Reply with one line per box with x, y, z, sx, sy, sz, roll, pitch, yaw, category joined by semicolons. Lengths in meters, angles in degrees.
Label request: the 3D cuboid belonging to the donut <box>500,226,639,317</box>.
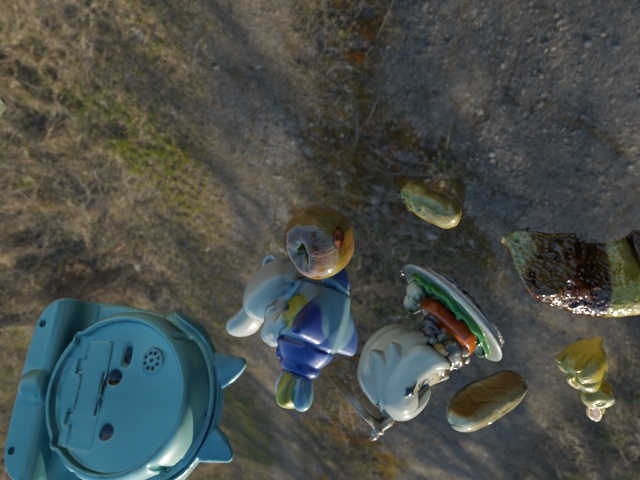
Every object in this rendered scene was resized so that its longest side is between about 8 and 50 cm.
0.423;0.059;0.940;0.295;0.112;0.151;1;150;7;donut

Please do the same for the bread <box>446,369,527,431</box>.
0.270;0.266;1.002;0.073;0.214;0.053;31;119;37;bread

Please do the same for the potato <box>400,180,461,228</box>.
0.272;-0.089;1.509;0.170;0.080;0.107;28;-178;23;potato

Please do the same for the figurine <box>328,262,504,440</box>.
0.080;0.113;0.592;0.132;0.154;0.132;46;171;10;figurine

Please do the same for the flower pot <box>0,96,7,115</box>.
-0.385;-0.136;0.434;0.189;0.239;0.209;49;128;10;flower pot

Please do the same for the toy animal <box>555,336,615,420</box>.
0.470;0.247;1.044;0.159;0.083;0.070;62;168;-20;toy animal

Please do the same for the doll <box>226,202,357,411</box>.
-0.042;0.158;1.328;0.365;0.187;0.376;55;135;43;doll

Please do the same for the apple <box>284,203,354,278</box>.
-0.001;0.001;1.047;0.126;0.102;0.126;28;133;35;apple

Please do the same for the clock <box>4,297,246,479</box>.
-0.224;0.182;0.717;0.274;0.223;0.094;-1;162;19;clock
